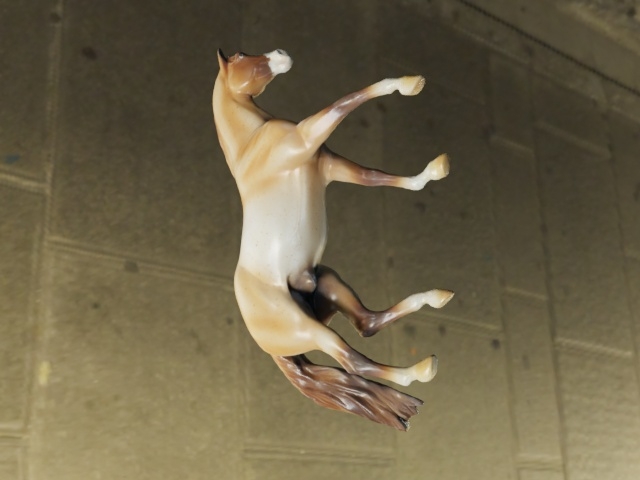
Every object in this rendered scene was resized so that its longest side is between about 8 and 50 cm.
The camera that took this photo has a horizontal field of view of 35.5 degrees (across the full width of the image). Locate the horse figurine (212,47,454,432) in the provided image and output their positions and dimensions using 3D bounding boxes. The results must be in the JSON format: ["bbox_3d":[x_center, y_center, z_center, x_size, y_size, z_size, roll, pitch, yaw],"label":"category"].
[{"bbox_3d":[0.000,0.000,0.646,0.066,0.174,0.263,-15,102,-57],"label":"horse figurine"}]
